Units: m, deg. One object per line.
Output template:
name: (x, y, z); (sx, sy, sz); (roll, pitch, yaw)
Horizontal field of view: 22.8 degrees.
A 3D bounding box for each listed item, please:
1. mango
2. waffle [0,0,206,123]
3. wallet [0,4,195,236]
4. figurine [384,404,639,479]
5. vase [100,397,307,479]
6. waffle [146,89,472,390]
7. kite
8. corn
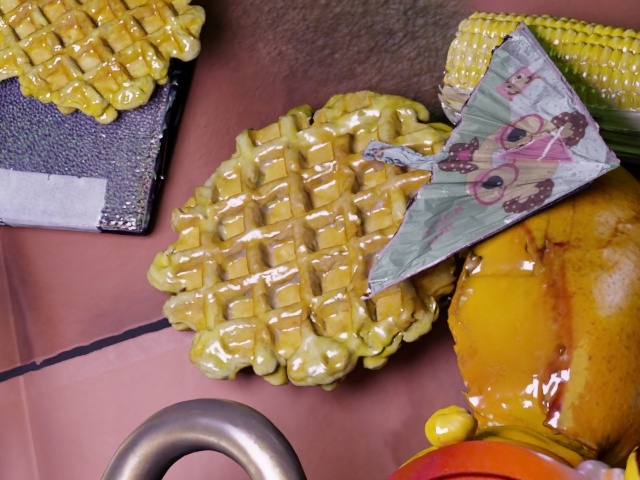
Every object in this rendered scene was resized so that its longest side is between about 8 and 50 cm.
mango: (0.202, 0.050, 1.344); (0.199, 0.201, 0.350); (23, 50, -18)
waffle: (-0.227, -0.232, 1.580); (0.243, 0.059, 0.238); (11, 65, 12)
wallet: (-0.249, -0.127, 1.602); (0.221, 0.071, 0.262); (5, 64, 10)
figurine: (0.155, 0.265, 1.160); (0.323, 0.196, 0.320); (35, 116, 14)
vase: (-0.123, 0.278, 1.233); (0.302, 0.241, 0.329); (25, 91, 32)
waffle: (0.000, 0.000, 1.450); (0.302, 0.068, 0.325); (26, 75, 35)
kite: (0.140, -0.071, 1.356); (0.267, 0.013, 0.323); (5, 54, 39)
corn: (0.256, -0.140, 1.472); (0.305, 0.122, 0.123); (14, 100, 22)
